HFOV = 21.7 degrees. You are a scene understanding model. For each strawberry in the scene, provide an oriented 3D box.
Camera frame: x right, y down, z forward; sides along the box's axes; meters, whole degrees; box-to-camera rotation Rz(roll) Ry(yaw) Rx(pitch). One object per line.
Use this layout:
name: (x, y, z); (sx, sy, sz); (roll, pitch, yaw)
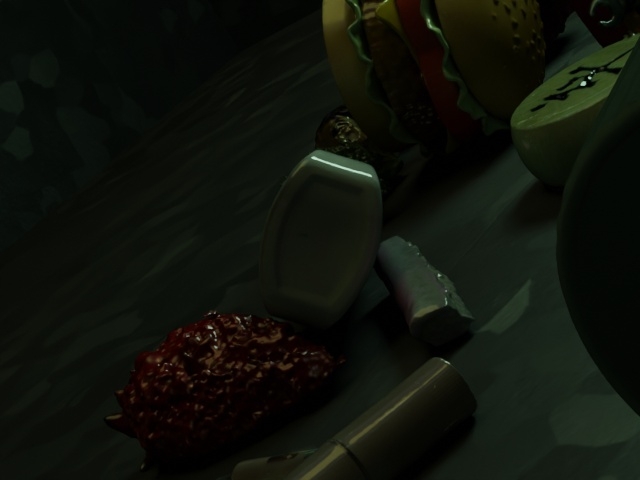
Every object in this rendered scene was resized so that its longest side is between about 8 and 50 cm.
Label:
strawberry: (-0.093, 0.127, 1.510); (0.174, 0.098, 0.228); (-40, 14, -30)

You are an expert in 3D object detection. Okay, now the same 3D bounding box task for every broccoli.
broccoli: (0.040, -0.071, 1.958); (0.122, 0.118, 0.204); (-50, -10, 26)

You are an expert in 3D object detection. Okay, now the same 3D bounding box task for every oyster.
oyster: (0.050, -0.133, 2.162); (0.161, 0.107, 0.233); (-39, 9, 10)

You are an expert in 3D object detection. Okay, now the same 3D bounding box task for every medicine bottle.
medicine bottle: (0.000, 0.000, 1.618); (0.296, 0.111, 0.161); (163, 124, -88)

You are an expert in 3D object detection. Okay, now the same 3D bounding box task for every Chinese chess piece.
Chinese chess piece: (0.275, -0.129, 1.625); (0.188, 0.083, 0.188); (-29, 15, 8)

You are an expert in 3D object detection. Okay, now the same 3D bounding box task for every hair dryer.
hair dryer: (-0.001, 0.169, 1.276); (0.195, 0.054, 0.220); (-36, 6, -20)

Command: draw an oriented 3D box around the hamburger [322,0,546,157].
hamburger: (0.149, -0.237, 1.943); (0.212, 0.274, 0.274); (-15, 19, 25)

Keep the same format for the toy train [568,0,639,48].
toy train: (0.423, -0.337, 1.898); (0.369, 0.163, 0.231); (-37, 5, -19)

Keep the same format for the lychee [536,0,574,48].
lychee: (0.206, -0.313, 2.178); (0.271, 0.271, 0.271); (-31, 13, 8)

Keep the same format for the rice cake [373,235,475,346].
rice cake: (0.087, 0.043, 1.506); (0.055, 0.049, 0.270); (-46, 13, 5)

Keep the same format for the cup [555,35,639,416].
cup: (0.343, -0.091, 0.840); (0.401, 0.310, 0.392); (-23, 21, 44)
